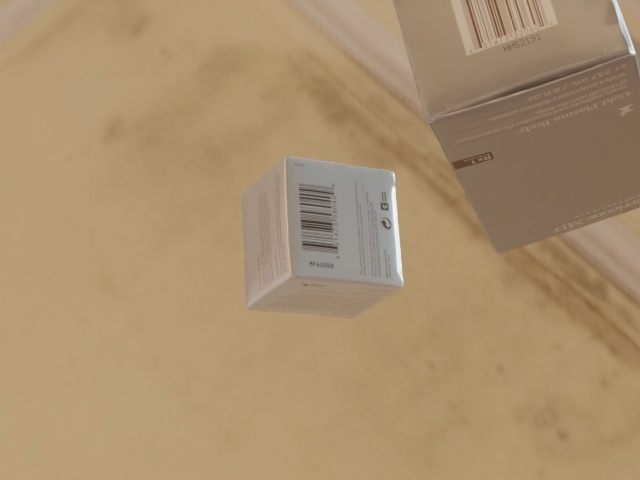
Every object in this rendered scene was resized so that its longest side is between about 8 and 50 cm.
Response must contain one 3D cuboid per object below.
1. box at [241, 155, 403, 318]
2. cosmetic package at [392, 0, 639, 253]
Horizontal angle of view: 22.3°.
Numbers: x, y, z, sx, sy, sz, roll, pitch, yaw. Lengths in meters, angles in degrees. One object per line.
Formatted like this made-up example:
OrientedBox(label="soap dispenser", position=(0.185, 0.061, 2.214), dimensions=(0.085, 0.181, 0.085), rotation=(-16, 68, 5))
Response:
OrientedBox(label="box", position=(0.000, 0.000, 1.268), dimensions=(0.087, 0.102, 0.101), rotation=(-35, -127, 55))
OrientedBox(label="cosmetic package", position=(0.135, -0.087, 1.012), dimensions=(0.127, 0.238, 0.107), rotation=(-19, -116, 11))
